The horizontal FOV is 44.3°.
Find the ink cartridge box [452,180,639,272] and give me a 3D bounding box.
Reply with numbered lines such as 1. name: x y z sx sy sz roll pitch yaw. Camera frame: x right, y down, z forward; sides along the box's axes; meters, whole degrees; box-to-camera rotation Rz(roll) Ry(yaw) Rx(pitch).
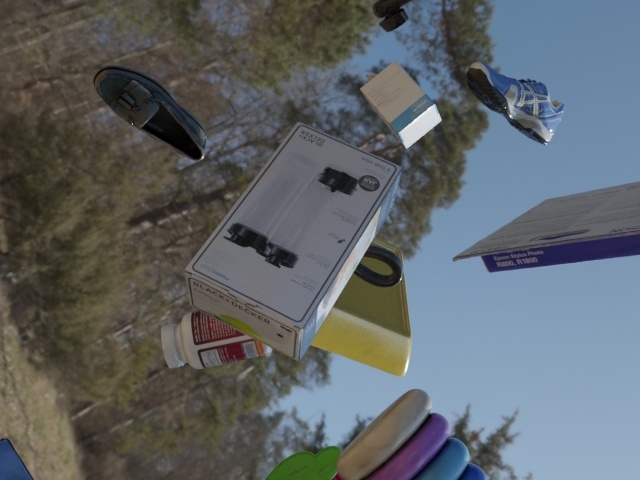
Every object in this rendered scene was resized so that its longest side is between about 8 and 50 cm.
1. ink cartridge box: 0.421 -0.017 1.191 0.324 0.330 0.071 -10 -78 45

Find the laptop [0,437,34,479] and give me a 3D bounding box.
1. laptop: -0.662 0.664 1.467 0.408 0.382 0.236 37 -27 48

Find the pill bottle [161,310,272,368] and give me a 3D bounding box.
1. pill bottle: -0.152 0.141 1.158 0.086 0.152 0.086 168 -90 -89

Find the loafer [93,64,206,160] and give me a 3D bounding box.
1. loafer: -0.327 -0.249 1.557 0.267 0.096 0.084 32 24 -39

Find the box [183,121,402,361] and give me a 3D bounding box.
1. box: -0.030 -0.007 1.032 0.169 0.290 0.087 24 -33 12

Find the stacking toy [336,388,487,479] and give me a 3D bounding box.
1. stacking toy: 0.175 0.333 0.898 0.330 0.141 0.141 46 -30 8

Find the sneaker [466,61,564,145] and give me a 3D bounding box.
1. sneaker: 0.332 -0.248 1.340 0.211 0.081 0.080 30 9 -31

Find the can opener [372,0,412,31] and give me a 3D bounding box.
1. can opener: 0.162 -0.455 1.455 0.073 0.059 0.186 37 -30 -20

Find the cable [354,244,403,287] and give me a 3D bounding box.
1. cable: 0.000 0.000 1.323 0.287 0.072 0.139 6 -67 4

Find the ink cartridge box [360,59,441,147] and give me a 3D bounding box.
1. ink cartridge box: 0.151 -0.269 1.520 0.143 0.090 0.092 54 6 19

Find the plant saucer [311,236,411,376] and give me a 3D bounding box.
1. plant saucer: 0.076 0.090 1.681 0.081 0.333 0.333 -36 -137 37

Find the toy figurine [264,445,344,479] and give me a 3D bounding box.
1. toy figurine: 0.015 0.406 1.179 0.159 0.173 0.130 46 20 -20
